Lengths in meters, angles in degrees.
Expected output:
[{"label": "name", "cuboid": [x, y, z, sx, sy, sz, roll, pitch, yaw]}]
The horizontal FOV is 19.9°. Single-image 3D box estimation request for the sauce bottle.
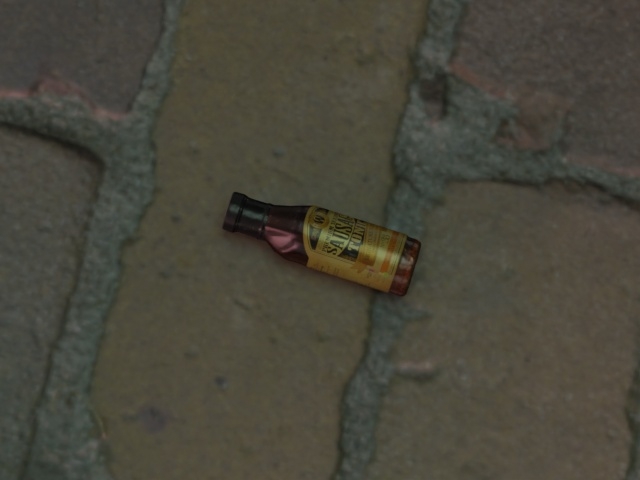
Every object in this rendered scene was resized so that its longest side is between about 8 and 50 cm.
[{"label": "sauce bottle", "cuboid": [0.000, 0.000, 1.184, 0.128, 0.042, 0.042, 16, 72, -1]}]
